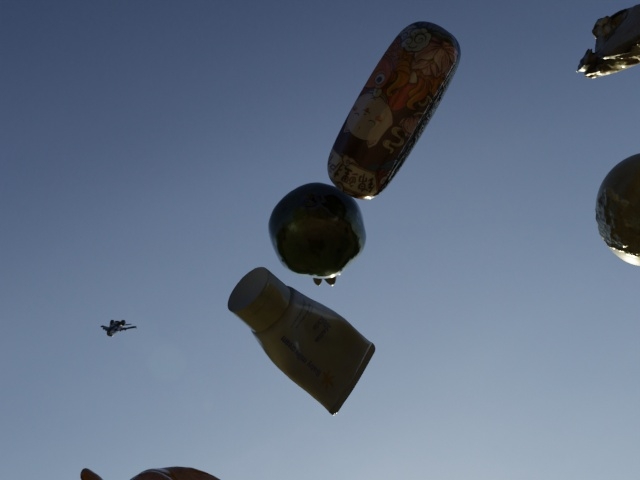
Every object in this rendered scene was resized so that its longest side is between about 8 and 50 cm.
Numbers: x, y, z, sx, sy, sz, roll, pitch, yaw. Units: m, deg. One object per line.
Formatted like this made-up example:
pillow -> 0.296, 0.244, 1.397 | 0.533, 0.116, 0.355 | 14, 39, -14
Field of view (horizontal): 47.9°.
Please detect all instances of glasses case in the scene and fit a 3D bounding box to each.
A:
glasses case -> 0.122, -0.219, 1.233 | 0.082, 0.122, 0.321 | 13, -70, -56

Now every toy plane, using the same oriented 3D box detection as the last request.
toy plane -> -0.428, 0.182, 1.507 | 0.079, 0.083, 0.031 | 0, -88, 8

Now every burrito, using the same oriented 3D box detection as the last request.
burrito -> 0.252, -0.160, 0.498 | 0.042, 0.051, 0.171 | 20, -17, -20

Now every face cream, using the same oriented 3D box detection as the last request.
face cream -> -0.018, 0.126, 0.936 | 0.224, 0.114, 0.070 | 44, -21, -27

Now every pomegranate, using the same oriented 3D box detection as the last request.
pomegranate -> -0.001, 0.002, 1.360 | 0.187, 0.187, 0.225 | -11, -38, 3

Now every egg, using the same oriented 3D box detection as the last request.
egg -> 0.506, -0.045, 1.115 | 0.164, 0.164, 0.201 | -15, -43, 7

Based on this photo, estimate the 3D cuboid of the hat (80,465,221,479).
hat -> -0.146, 0.291, 0.638 | 0.244, 0.233, 0.233 | -49, -22, -8
